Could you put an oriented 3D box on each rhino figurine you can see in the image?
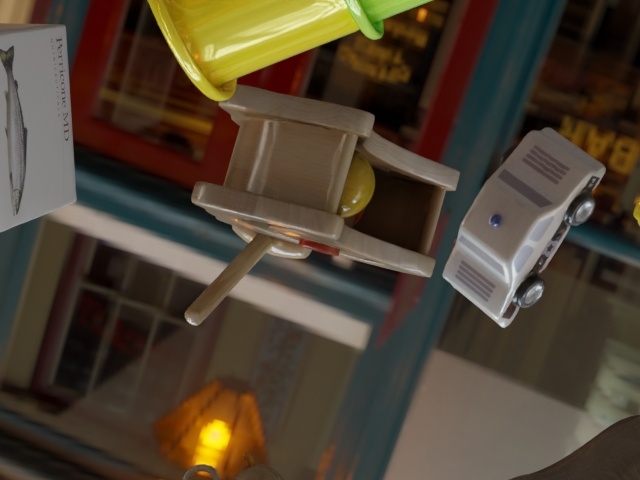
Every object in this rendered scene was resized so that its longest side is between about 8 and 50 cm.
[{"bbox_3d":[0.141,0.187,0.962,0.243,0.106,0.073,-25,-155,-13],"label":"rhino figurine"}]

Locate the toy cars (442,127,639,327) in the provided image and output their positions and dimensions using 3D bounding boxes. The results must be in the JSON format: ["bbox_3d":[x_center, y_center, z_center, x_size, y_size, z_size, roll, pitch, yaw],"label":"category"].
[{"bbox_3d":[0.262,-0.046,1.418,0.394,0.176,0.087,-20,162,33],"label":"toy cars"}]

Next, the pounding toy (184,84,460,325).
[{"bbox_3d":[0.000,0.000,1.030,0.154,0.154,0.269,15,177,5],"label":"pounding toy"}]

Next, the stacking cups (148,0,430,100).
[{"bbox_3d":[0.088,-0.150,0.540,0.316,0.096,0.096,-21,-168,13],"label":"stacking cups"}]

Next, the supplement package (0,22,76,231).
[{"bbox_3d":[-0.210,-0.055,0.790,0.105,0.105,0.179,1,-168,16],"label":"supplement package"}]

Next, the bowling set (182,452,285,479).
[{"bbox_3d":[-0.011,0.290,1.105,0.154,0.287,0.200,-19,171,20],"label":"bowling set"}]
